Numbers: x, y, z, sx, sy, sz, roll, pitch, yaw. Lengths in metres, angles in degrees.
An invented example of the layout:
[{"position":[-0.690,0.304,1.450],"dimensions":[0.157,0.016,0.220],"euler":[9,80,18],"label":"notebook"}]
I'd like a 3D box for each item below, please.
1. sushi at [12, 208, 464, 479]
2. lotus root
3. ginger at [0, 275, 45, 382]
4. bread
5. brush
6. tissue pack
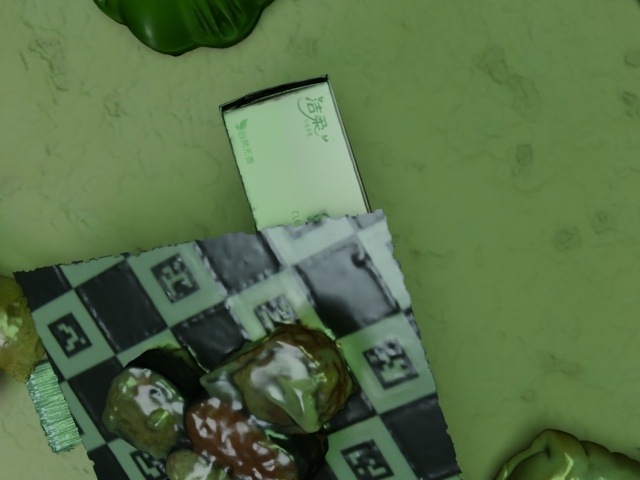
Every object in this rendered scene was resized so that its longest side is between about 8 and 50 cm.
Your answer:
[{"position":[-0.071,0.160,0.842],"dimensions":[0.339,0.069,0.320],"euler":[-9,107,28],"label":"sushi"},{"position":[-0.117,-0.248,0.892],"dimensions":[0.186,0.186,0.186],"euler":[0,91,1],"label":"lotus root"},{"position":[-0.346,0.008,0.951],"dimensions":[0.118,0.065,0.299],"euler":[-42,87,-5],"label":"ginger"},{"position":[0.247,0.243,0.939],"dimensions":[0.225,0.081,0.134],"euler":[18,86,2],"label":"bread"},{"position":[-0.145,0.113,0.976],"dimensions":[0.218,0.010,0.082],"euler":[-20,90,0],"label":"brush"},{"position":[0.000,0.000,0.906],"dimensions":[0.092,0.148,0.246],"euler":[-17,93,0],"label":"tissue pack"}]
